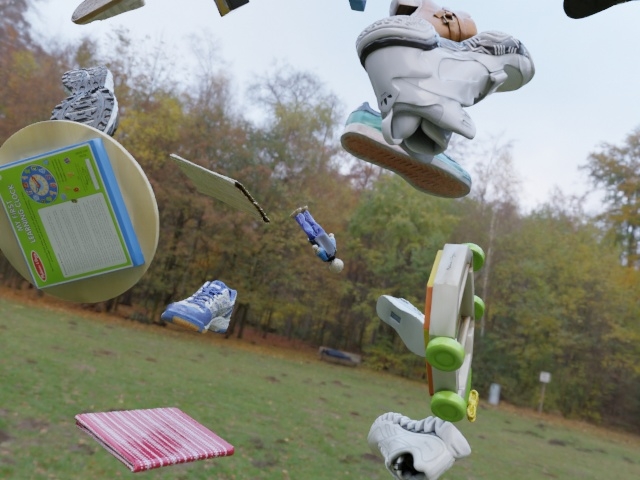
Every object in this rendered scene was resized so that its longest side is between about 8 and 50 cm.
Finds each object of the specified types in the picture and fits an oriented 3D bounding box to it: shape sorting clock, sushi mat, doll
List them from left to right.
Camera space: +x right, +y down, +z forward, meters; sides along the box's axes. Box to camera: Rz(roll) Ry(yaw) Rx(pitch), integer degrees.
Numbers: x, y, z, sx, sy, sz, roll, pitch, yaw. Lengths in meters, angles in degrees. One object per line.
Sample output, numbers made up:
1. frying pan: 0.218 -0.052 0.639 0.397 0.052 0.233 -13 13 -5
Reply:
1. shape sorting clock: -0.276 -0.029 0.608 0.206 0.206 0.040 13 16 3
2. sushi mat: -0.253 -0.130 1.347 0.317 0.019 0.151 25 -22 44
3. doll: 0.000 0.000 1.393 0.046 0.189 0.129 -37 -6 26

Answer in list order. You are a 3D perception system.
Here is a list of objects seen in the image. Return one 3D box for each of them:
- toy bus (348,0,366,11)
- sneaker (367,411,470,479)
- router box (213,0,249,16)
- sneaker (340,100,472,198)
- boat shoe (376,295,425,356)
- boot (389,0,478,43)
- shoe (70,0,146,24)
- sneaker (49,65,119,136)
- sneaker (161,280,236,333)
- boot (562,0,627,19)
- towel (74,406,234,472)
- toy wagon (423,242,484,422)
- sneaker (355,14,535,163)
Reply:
1. toy bus: 0.116 -0.558 1.046 0.105 0.202 0.191 19 3 22
2. sneaker: 0.164 0.419 1.094 0.110 0.118 0.292 51 -30 -1
3. router box: -0.213 -0.557 1.113 0.178 0.046 0.133 65 -12 -22
4. sneaker: 0.196 -0.198 1.161 0.302 0.121 0.108 26 -26 -9
5. boat shoe: 0.220 0.193 1.283 0.081 0.079 0.227 3 21 -29
6. boot: 0.307 -0.529 1.440 0.220 0.283 0.109 4 -38 -15
7. shoe: -0.544 -0.592 1.399 0.219 0.076 0.058 -11 -31 23
8. sneaker: -0.382 -0.205 0.930 0.100 0.271 0.107 -14 -51 -7
9. sneaker: -0.295 0.156 1.362 0.112 0.130 0.296 21 -4 9
10. boot: 0.618 -0.541 1.117 0.237 0.178 0.085 -12 -59 28
11. towel: -0.321 0.393 1.090 0.199 0.031 0.275 19 -2 33
12. toy wagon: 0.236 0.180 0.951 0.068 0.267 0.344 4 -55 22
13. sneaker: 0.232 -0.243 0.937 0.366 0.210 0.137 -1 -13 -29
